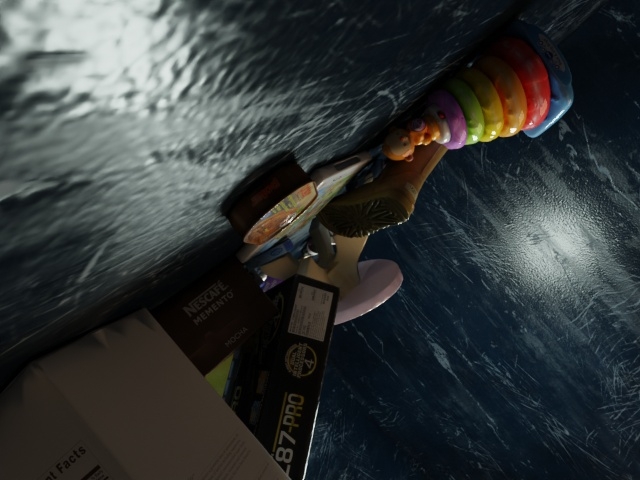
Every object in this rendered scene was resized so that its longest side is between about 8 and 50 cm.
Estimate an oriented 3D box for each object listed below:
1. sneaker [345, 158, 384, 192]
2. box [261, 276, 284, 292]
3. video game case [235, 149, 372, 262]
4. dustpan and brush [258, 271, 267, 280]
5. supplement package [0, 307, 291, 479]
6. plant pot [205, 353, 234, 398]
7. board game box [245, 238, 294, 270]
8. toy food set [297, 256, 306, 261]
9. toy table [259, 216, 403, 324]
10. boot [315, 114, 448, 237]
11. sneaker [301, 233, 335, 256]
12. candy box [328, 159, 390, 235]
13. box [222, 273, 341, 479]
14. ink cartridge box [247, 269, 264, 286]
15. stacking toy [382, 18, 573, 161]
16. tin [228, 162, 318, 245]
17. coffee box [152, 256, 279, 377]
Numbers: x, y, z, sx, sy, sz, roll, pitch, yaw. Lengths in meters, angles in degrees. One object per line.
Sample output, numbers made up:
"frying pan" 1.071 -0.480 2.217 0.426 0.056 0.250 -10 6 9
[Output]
"sneaker" 0.089 -0.121 0.988 0.144 0.059 0.053 -59 171 -20
"box" -0.169 0.196 1.509 0.293 0.057 0.200 105 10 -83
"video game case" -0.023 -0.058 0.769 0.212 0.023 0.193 -42 176 32
"dustpan and brush" -0.205 0.147 1.187 0.211 0.060 0.147 -31 -171 -12
"supplement package" -0.212 0.259 0.534 0.175 0.293 0.177 -42 176 18
"plant pot" -0.260 0.398 1.337 0.294 0.274 0.275 -24 174 -7
"board game box" -0.093 0.025 0.849 0.090 0.020 0.090 -26 -176 -5
"toy food set" -0.058 0.062 1.891 0.083 0.020 0.083 -43 176 34
"toy table" 0.018 0.065 1.012 0.275 0.160 0.252 -27 -156 9
"boot" 0.139 -0.131 0.907 0.236 0.089 0.269 -6 -139 47
"sneaker" 0.000 0.000 1.502 0.077 0.071 0.178 -27 178 44
"candy box" 0.119 -0.110 1.221 0.233 0.071 0.159 -40 177 -14
"box" -0.098 0.281 0.819 0.318 0.097 0.394 144 -38 -64
"ink cartridge box" -0.220 0.146 1.053 0.207 0.046 0.097 -40 178 -11
"stacking toy" 0.238 -0.218 0.786 0.302 0.175 0.165 -26 169 -4
"tin" -0.053 -0.042 0.571 0.106 0.040 0.189 -36 176 -1
"coffee box" -0.212 0.168 0.811 0.168 0.118 0.297 -39 177 -36
